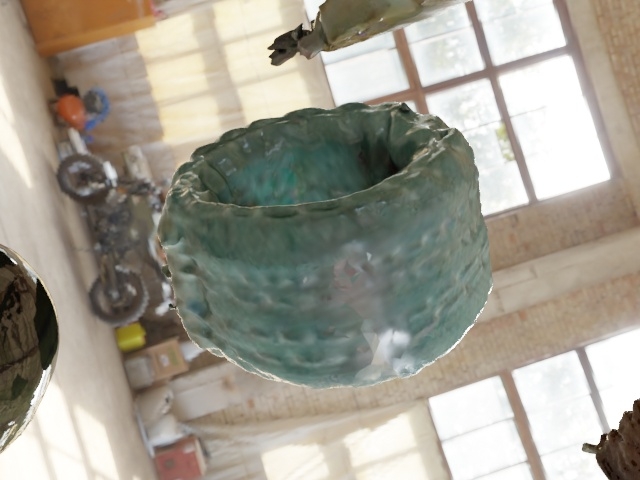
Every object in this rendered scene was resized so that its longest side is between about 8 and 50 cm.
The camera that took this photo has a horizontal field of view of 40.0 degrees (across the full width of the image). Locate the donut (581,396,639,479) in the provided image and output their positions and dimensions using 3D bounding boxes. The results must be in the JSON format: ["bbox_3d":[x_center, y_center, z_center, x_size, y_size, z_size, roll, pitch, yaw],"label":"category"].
[{"bbox_3d":[0.292,0.126,0.516,0.085,0.217,0.141,90,-19,-45],"label":"donut"}]

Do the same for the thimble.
[{"bbox_3d":[0.000,0.000,0.627,0.198,0.235,0.143,-109,-175,-61],"label":"thimble"}]

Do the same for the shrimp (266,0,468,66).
[{"bbox_3d":[0.015,-0.121,0.305,0.287,0.185,0.068,-12,94,-73],"label":"shrimp"}]

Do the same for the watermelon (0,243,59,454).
[{"bbox_3d":[-0.134,0.039,0.313,0.110,0.078,0.078,-88,166,-60],"label":"watermelon"}]
